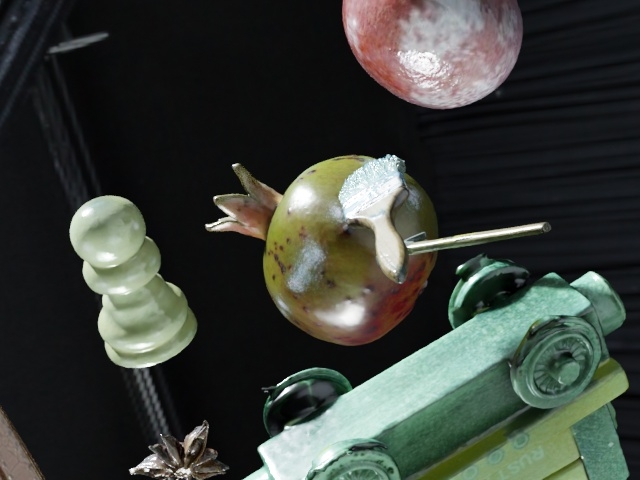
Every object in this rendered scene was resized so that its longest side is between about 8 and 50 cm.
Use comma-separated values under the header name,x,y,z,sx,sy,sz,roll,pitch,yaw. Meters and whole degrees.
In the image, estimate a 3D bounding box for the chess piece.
name,x,y,z,sx,sy,sz,roll,pitch,yaw
chess piece,-0.287,0.050,1.573,0.144,0.144,0.251,-55,-40,-41

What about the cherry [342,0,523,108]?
name,x,y,z,sx,sy,sz,roll,pitch,yaw
cherry,0.142,-0.279,1.377,0.285,0.236,0.212,-35,-38,-65

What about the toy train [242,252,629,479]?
name,x,y,z,sx,sy,sz,roll,pitch,yaw
toy train,0.124,0.190,1.011,0.397,0.160,0.253,-30,-58,-7

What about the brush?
name,x,y,z,sx,sy,sz,roll,pitch,yaw
brush,0.054,-0.016,0.914,0.021,0.070,0.196,53,-167,-29

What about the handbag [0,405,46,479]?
name,x,y,z,sx,sy,sz,roll,pitch,yaw
handbag,-0.202,0.101,0.496,0.072,0.193,0.151,-34,-76,-33

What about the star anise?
name,x,y,z,sx,sy,sz,roll,pitch,yaw
star anise,-0.203,0.305,1.491,0.056,0.129,0.124,-109,2,-50

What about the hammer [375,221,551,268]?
name,x,y,z,sx,sy,sz,roll,pitch,yaw
hammer,0.141,0.000,1.039,0.062,0.182,0.017,-31,-74,-48

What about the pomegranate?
name,x,y,z,sx,sy,sz,roll,pitch,yaw
pomegranate,0.018,-0.001,1.585,0.291,0.323,0.290,-36,-37,-33
